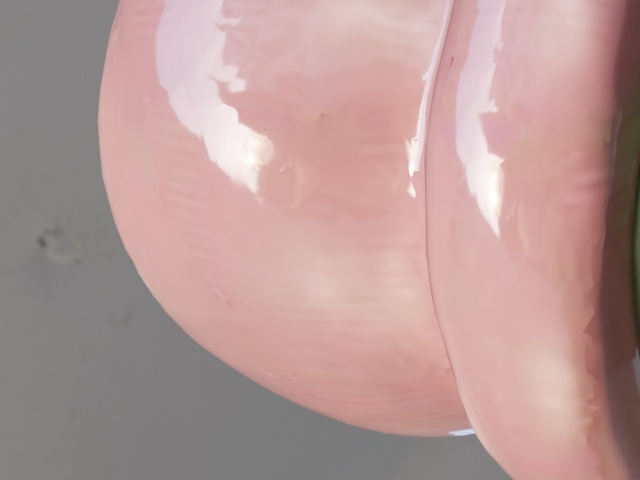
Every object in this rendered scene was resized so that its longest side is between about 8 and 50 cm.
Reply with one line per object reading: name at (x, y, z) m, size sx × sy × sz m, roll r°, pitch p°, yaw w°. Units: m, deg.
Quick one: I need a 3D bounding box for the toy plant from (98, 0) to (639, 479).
toy plant at (0.129, -0.046, 0.403) m, size 0.210 × 0.356 × 0.317 m, roll 38°, pitch -113°, yaw -45°
